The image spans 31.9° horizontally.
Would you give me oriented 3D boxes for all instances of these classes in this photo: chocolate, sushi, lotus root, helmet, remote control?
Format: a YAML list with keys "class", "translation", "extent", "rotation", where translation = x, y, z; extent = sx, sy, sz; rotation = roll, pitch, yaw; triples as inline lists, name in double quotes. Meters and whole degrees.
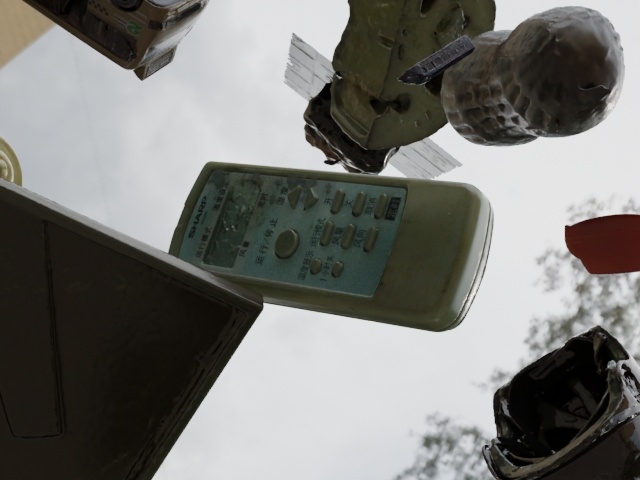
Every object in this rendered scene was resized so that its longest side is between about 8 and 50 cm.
- class: "chocolate"
  translation: [0.171, -0.133, 0.929]
  extent: [0.110, 0.110, 0.248]
  rotation: [45, -12, -10]
- class: "sushi"
  translation: [0.034, -0.147, 1.687]
  extent: [0.296, 0.100, 0.373]
  rotation: [37, -4, -3]
- class: "lotus root"
  translation: [0.101, -0.218, 1.231]
  extent: [0.138, 0.119, 0.235]
  rotation: [12, -70, -24]
- class: "helmet"
  translation: [0.350, 0.265, 1.478]
  extent: [0.225, 0.305, 0.177]
  rotation: [-35, -74, 26]
- class: "remote control"
  translation: [0.000, 0.000, 0.751]
  extent: [0.233, 0.098, 0.038]
  rotation: [7, -21, 34]

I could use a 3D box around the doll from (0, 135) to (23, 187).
- class: "doll"
  translation: [-0.544, -0.098, 1.569]
  extent: [0.271, 0.144, 0.208]
  rotation: [44, -62, 27]

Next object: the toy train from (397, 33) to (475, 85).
- class: "toy train"
  translation: [0.093, -0.142, 0.902]
  extent: [0.017, 0.083, 0.017]
  rotation: [55, -36, 0]

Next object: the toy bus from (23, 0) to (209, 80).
- class: "toy bus"
  translation: [-0.284, -0.335, 1.395]
  extent: [0.289, 0.139, 0.157]
  rotation: [33, -46, 9]

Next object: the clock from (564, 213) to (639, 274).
- class: "clock"
  translation: [0.354, 0.003, 1.196]
  extent: [0.113, 0.155, 0.061]
  rotation: [-9, -96, 50]

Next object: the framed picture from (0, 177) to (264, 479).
- class: "framed picture"
  translation: [-0.183, 0.102, 0.737]
  extent: [0.192, 0.018, 0.265]
  rotation: [27, -67, -17]
